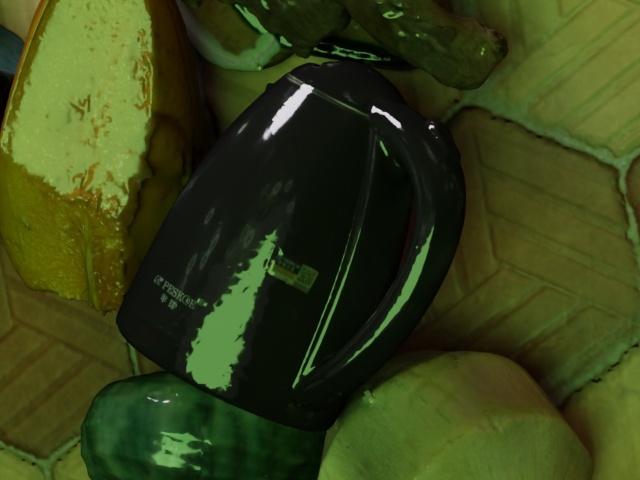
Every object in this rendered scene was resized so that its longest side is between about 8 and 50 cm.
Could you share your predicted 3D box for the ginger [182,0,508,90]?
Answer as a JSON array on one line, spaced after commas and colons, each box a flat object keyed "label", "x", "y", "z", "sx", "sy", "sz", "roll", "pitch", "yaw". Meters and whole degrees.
[{"label": "ginger", "x": 0.015, "y": -0.197, "z": 1.488, "sx": 0.290, "sy": 0.084, "sz": 0.122, "roll": 20, "pitch": 114, "yaw": 12}]

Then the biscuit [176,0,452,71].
[{"label": "biscuit", "x": 0.006, "y": -0.268, "z": 1.551, "sx": 0.343, "sy": 0.057, "sz": 0.287, "roll": -30, "pitch": 90, "yaw": 24}]

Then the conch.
[{"label": "conch", "x": -0.120, "y": 0.210, "z": 1.652, "sx": 0.220, "sy": 0.195, "sz": 0.277, "roll": 33, "pitch": 86, "yaw": -19}]

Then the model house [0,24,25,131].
[{"label": "model house", "x": -0.421, "y": -0.093, "z": 1.646, "sx": 0.230, "sy": 0.249, "sz": 0.280, "roll": 36, "pitch": 111, "yaw": 11}]

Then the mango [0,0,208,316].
[{"label": "mango", "x": -0.192, "y": -0.096, "z": 1.575, "sx": 0.201, "sy": 0.199, "sz": 0.350, "roll": -6, "pitch": 112, "yaw": -21}]

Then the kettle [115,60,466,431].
[{"label": "kettle", "x": 0.000, "y": 0.000, "z": 1.478, "sx": 0.268, "sy": 0.207, "sz": 0.290, "roll": 34, "pitch": 100, "yaw": 42}]

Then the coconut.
[{"label": "coconut", "x": 0.118, "y": 0.207, "z": 1.533, "sx": 0.236, "sy": 0.237, "sz": 0.197, "roll": 4, "pitch": 135, "yaw": 20}]
